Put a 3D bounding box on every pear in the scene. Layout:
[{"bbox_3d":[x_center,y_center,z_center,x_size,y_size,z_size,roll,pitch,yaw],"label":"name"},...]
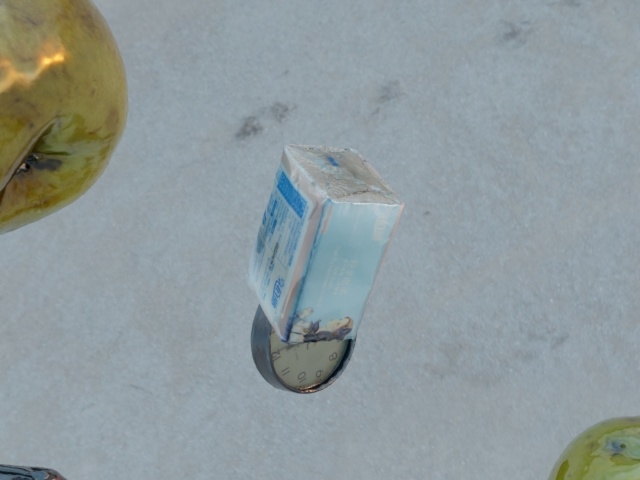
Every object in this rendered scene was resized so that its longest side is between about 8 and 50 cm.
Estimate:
[{"bbox_3d":[-0.360,-0.150,0.718,0.304,0.304,0.303,-11,55,16],"label":"pear"}]

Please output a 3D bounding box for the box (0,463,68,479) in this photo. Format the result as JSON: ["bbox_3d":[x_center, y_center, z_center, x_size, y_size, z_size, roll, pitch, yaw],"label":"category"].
[{"bbox_3d":[-0.194,0.230,0.321,0.188,0.153,0.252,-3,41,25],"label":"box"}]

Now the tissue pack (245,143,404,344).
[{"bbox_3d":[0.000,0.000,0.414,0.059,0.094,0.074,3,32,-28],"label":"tissue pack"}]

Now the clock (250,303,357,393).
[{"bbox_3d":[-0.020,0.141,1.111,0.040,0.184,0.184,6,59,50],"label":"clock"}]

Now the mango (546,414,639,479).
[{"bbox_3d":[0.354,0.301,0.615,0.365,0.253,0.182,44,51,9],"label":"mango"}]
